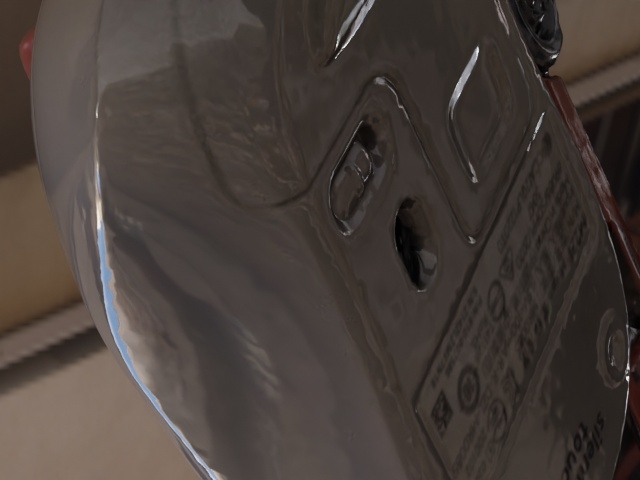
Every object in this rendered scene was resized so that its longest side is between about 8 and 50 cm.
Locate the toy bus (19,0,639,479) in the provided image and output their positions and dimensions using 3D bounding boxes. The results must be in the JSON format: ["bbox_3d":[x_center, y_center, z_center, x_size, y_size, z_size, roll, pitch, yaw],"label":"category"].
[{"bbox_3d":[0.043,0.034,0.883,0.203,0.427,0.233,-19,-167,29],"label":"toy bus"}]

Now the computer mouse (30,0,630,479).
[{"bbox_3d":[0.000,0.000,0.560,0.121,0.297,0.184,-2,-133,28],"label":"computer mouse"}]
